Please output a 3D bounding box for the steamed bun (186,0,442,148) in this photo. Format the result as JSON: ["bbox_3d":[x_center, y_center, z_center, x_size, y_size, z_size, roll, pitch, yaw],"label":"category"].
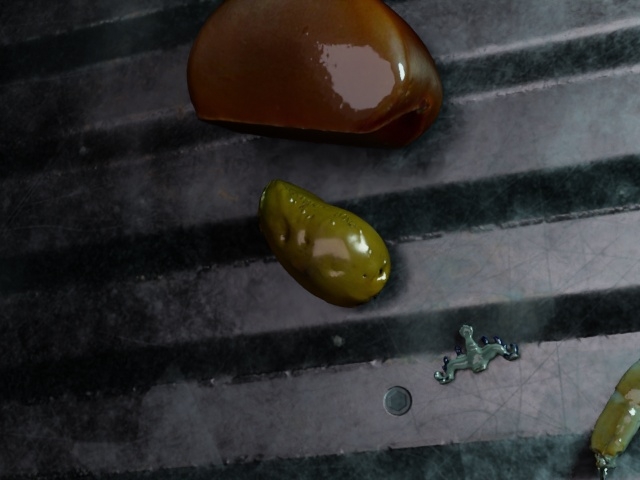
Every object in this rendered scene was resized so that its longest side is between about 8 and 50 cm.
[{"bbox_3d":[-0.006,-0.283,1.936,0.379,0.235,0.248,7,88,23],"label":"steamed bun"}]

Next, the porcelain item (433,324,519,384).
[{"bbox_3d":[0.230,0.164,1.883,0.136,0.021,0.075,-22,74,16],"label":"porcelain item"}]

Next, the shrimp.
[{"bbox_3d":[0.509,0.224,1.722,0.287,0.068,0.185,-14,55,10],"label":"shrimp"}]

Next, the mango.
[{"bbox_3d":[0.000,0.000,1.930,0.248,0.151,0.156,46,132,18],"label":"mango"}]
